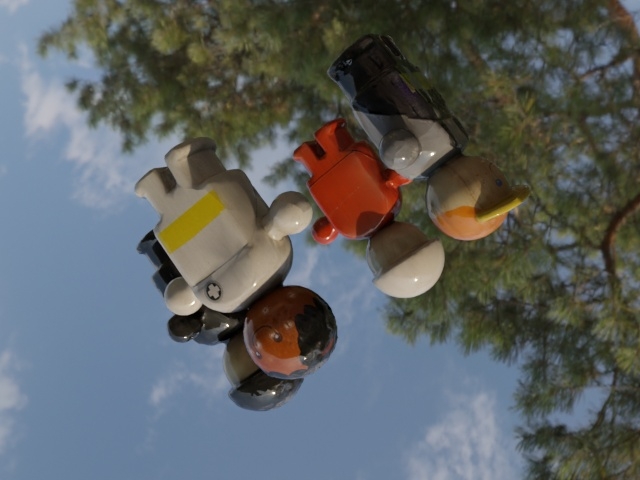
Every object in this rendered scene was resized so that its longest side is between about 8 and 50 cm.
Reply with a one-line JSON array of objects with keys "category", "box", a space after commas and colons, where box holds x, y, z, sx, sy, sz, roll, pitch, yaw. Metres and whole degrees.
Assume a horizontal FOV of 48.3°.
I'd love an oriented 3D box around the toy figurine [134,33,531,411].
[{"category": "toy figurine", "box": [0.000, 0.000, 0.451, 0.213, 0.209, 0.148, -33, -95, -20]}]
